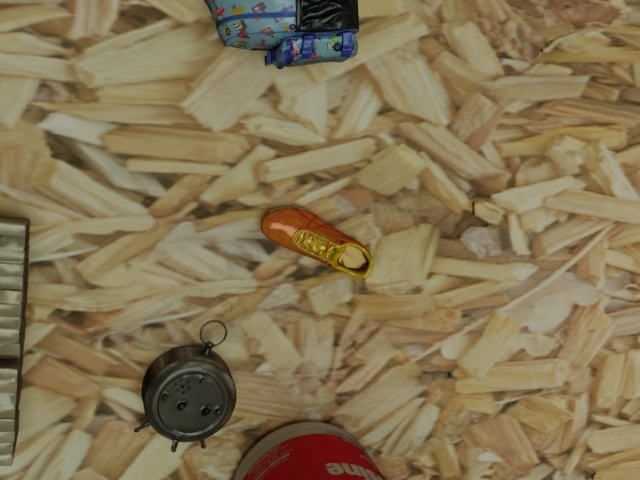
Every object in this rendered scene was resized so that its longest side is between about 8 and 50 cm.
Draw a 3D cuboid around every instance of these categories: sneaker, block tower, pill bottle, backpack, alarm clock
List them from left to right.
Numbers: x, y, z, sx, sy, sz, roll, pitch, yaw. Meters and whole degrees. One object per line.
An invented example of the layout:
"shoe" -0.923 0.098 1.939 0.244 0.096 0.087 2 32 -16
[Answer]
"block tower" -0.422 0.126 0.974 0.090 0.097 0.336 5 105 -18
"alarm clock" -0.177 0.200 1.087 0.129 0.064 0.192 19 95 -20
"backpack" -0.050 -0.270 0.943 0.173 0.158 0.117 -8 100 -12
"sneaker" 0.000 0.000 1.081 0.175 0.067 0.064 20 100 -19
"pill bottle" 0.025 0.430 1.021 0.228 0.407 0.229 -5 106 -16
